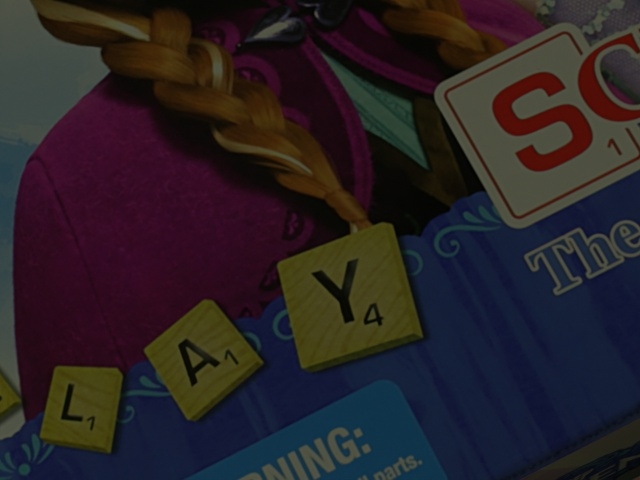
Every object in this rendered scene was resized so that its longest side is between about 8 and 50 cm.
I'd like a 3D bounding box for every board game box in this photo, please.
[{"bbox_3d":[0.013,-0.089,0.483,0.318,0.319,0.066,61,176,21],"label":"board game box"}]
